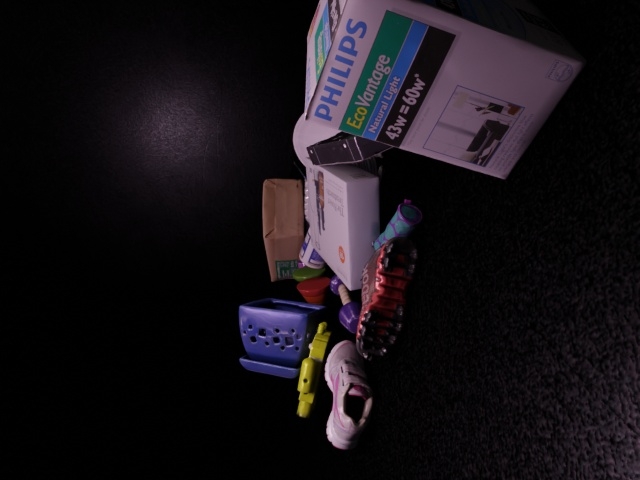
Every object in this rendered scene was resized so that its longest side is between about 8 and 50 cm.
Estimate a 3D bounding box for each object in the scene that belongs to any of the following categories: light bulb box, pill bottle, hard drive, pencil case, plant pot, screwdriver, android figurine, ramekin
[{"bbox_3d":[0.175,-0.330,0.889,0.358,0.360,0.225,-90,19,-49],"label":"light bulb box"},{"bbox_3d":[0.000,0.000,1.893,0.112,0.111,0.187,-93,21,-54],"label":"pill bottle"},{"bbox_3d":[0.125,-0.261,1.295,0.064,0.236,0.339,66,164,-13],"label":"hard drive"},{"bbox_3d":[0.179,-0.022,1.218,0.152,0.064,0.070,119,159,-49],"label":"pencil case"},{"bbox_3d":[-0.121,0.313,1.679,0.236,0.235,0.212,5,-89,-73],"label":"plant pot"},{"bbox_3d":[0.031,0.373,1.560,0.025,0.024,0.170,48,-121,-70],"label":"screwdriver"},{"bbox_3d":[-0.016,0.379,1.546,0.248,0.056,0.273,24,-103,-81],"label":"android figurine"},{"bbox_3d":[0.052,-0.350,1.733,0.127,0.272,0.273,-69,3,-51],"label":"ramekin"}]

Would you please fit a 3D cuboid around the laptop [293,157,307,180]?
[{"bbox_3d":[-0.011,-0.226,1.913,0.136,0.264,0.234,-17,29,41],"label":"laptop"}]

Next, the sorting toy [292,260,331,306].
[{"bbox_3d":[-0.029,0.174,1.922,0.365,0.126,0.126,-120,19,-74],"label":"sorting toy"}]

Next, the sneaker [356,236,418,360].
[{"bbox_3d":[0.137,0.127,1.163,0.135,0.097,0.276,179,107,-77],"label":"sneaker"}]

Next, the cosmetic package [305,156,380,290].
[{"bbox_3d":[0.055,-0.067,1.439,0.377,0.097,0.285,-134,35,-66],"label":"cosmetic package"}]

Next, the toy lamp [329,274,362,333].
[{"bbox_3d":[0.078,0.171,1.433,0.275,0.080,0.080,-109,35,-69],"label":"toy lamp"}]

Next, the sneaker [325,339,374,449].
[{"bbox_3d":[0.077,0.346,1.212,0.111,0.102,0.252,125,150,-49],"label":"sneaker"}]

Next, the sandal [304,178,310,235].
[{"bbox_3d":[-0.011,-0.120,2.073,0.169,0.102,0.417,-91,0,-53],"label":"sandal"}]

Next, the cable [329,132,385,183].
[{"bbox_3d":[0.087,-0.203,1.599,0.257,0.089,0.257,54,146,43],"label":"cable"}]

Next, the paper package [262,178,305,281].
[{"bbox_3d":[-0.143,-0.037,2.155,0.325,0.168,0.310,88,179,-53],"label":"paper package"}]
